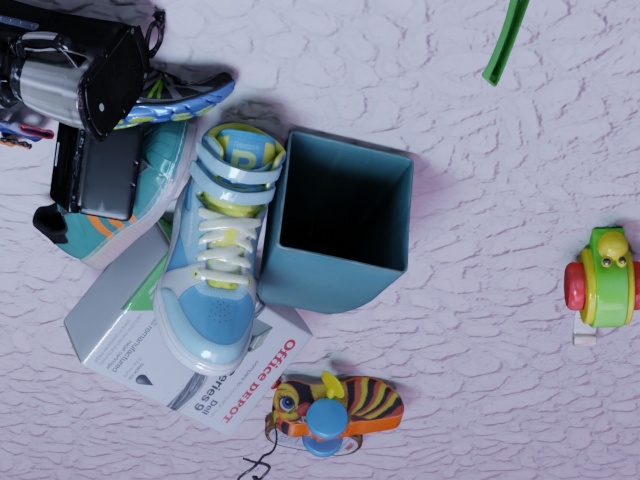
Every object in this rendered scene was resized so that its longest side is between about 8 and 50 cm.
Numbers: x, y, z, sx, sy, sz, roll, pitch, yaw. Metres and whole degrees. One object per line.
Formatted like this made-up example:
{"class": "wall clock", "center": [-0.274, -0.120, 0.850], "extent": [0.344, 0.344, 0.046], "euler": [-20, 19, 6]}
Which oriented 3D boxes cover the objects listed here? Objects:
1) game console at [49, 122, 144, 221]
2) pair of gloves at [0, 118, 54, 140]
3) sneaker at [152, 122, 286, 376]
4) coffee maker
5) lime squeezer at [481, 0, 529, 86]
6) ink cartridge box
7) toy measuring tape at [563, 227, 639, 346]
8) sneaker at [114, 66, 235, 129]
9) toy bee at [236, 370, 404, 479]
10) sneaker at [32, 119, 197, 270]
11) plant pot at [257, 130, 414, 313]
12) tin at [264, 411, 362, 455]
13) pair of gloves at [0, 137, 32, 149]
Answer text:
{"class": "game console", "center": [-0.278, -0.095, 1.388], "extent": [0.071, 0.122, 0.107], "euler": [2, -165, -35]}
{"class": "pair of gloves", "center": [-0.411, -0.147, 1.340], "extent": [0.198, 0.023, 0.159], "euler": [12, 178, -40]}
{"class": "sneaker", "center": [-0.116, -0.013, 1.343], "extent": [0.127, 0.319, 0.208], "euler": [10, 137, -17]}
{"class": "coffee maker", "center": [-0.290, -0.199, 1.240], "extent": [0.178, 0.171, 0.120], "euler": [16, 122, 18]}
{"class": "lime squeezer", "center": [0.241, -0.297, 1.089], "extent": [0.059, 0.110, 0.310], "euler": [37, 104, -16]}
{"class": "ink cartridge box", "center": [-0.186, 0.128, 1.625], "extent": [0.289, 0.121, 0.211], "euler": [34, 99, -36]}
{"class": "toy measuring tape", "center": [0.403, 0.102, 1.623], "extent": [0.121, 0.121, 0.330], "euler": [0, 145, 5]}
{"class": "sneaker", "center": [-0.192, -0.177, 1.311], "extent": [0.188, 0.078, 0.067], "euler": [-8, 175, -7]}
{"class": "toy bee", "center": [-0.016, 0.279, 1.908], "extent": [0.298, 0.162, 0.195], "euler": [-4, 144, -35]}
{"class": "sneaker", "center": [-0.272, -0.068, 1.444], "extent": [0.121, 0.108, 0.302], "euler": [27, 134, -24]}
{"class": "plant pot", "center": [0.000, 0.000, 1.477], "extent": [0.165, 0.165, 0.234], "euler": [12, 152, -13]}
{"class": "tin", "center": [-0.012, 0.360, 2.094], "extent": [0.189, 0.040, 0.106], "euler": [13, 148, -14]}
{"class": "pair of gloves", "center": [-0.408, -0.127, 1.411], "extent": [0.083, 0.010, 0.074], "euler": [14, 177, -37]}
